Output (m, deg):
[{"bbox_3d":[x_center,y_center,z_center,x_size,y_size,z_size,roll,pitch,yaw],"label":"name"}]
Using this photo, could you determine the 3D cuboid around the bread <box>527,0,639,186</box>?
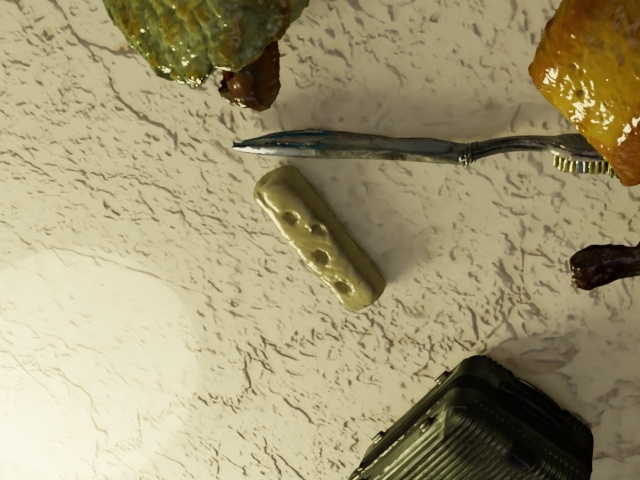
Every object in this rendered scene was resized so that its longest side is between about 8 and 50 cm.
[{"bbox_3d":[0.269,-0.173,0.767,0.146,0.268,0.268,36,130,9],"label":"bread"}]

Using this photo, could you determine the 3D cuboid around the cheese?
[{"bbox_3d":[0.000,0.000,1.133,0.065,0.043,0.194,-25,113,40],"label":"cheese"}]

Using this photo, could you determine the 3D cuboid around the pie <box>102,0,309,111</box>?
[{"bbox_3d":[-0.112,-0.274,0.944,0.257,0.105,0.274,37,130,6],"label":"pie"}]

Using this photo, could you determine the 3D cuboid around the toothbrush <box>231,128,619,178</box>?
[{"bbox_3d":[0.098,-0.093,1.027,0.414,0.035,0.042,4,128,20],"label":"toothbrush"}]

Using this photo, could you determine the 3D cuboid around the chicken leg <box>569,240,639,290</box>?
[{"bbox_3d":[0.372,-0.035,0.897,0.177,0.083,0.322,20,133,-16],"label":"chicken leg"}]

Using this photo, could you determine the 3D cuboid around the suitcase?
[{"bbox_3d":[0.167,0.289,1.214,0.202,0.128,0.312,35,129,-5],"label":"suitcase"}]
